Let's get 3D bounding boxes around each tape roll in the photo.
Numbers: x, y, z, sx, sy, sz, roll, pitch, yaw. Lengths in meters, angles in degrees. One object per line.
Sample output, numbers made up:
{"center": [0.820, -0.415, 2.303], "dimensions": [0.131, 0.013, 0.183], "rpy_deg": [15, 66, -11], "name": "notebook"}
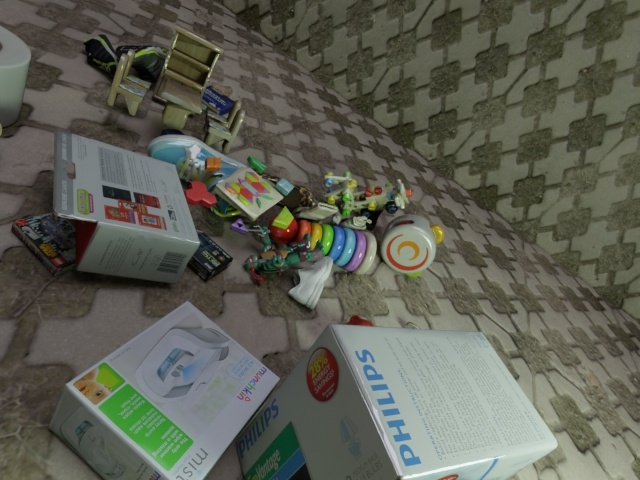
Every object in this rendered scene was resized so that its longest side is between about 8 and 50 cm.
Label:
{"center": [-0.821, -0.395, 0.989], "dimensions": [0.246, 0.169, 0.246], "rpy_deg": [25, 33, -17], "name": "tape roll"}

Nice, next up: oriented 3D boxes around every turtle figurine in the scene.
{"center": [-0.118, 0.034, 1.151], "dimensions": [0.234, 0.118, 0.175], "rpy_deg": [-9, 40, -28], "name": "turtle figurine"}

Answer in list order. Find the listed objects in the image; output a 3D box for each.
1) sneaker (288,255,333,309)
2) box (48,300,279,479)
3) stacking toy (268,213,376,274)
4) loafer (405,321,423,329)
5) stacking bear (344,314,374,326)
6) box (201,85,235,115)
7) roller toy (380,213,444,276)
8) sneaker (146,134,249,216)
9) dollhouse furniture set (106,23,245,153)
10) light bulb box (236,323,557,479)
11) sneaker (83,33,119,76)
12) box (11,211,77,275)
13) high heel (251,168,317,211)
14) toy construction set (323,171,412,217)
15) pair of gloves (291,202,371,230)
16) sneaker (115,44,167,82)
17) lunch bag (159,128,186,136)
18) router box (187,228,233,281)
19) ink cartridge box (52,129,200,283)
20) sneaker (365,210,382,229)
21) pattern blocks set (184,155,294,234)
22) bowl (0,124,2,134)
{"center": [-0.028, 0.097, 1.203], "dimensions": [0.094, 0.080, 0.212], "rpy_deg": [23, 32, 2], "name": "sneaker"}
{"center": [-0.238, 0.266, 0.708], "dimensions": [0.231, 0.126, 0.262], "rpy_deg": [38, 30, 8], "name": "box"}
{"center": [0.000, 0.000, 1.315], "dimensions": [0.331, 0.141, 0.141], "rpy_deg": [17, 35, -21], "name": "stacking toy"}
{"center": [0.298, 0.297, 1.279], "dimensions": [0.125, 0.045, 0.039], "rpy_deg": [46, 39, 12], "name": "loafer"}
{"center": [0.165, 0.299, 1.037], "dimensions": [0.289, 0.175, 0.164], "rpy_deg": [35, -11, 19], "name": "stacking bear"}
{"center": [-0.428, -0.569, 1.754], "dimensions": [0.137, 0.036, 0.225], "rpy_deg": [34, 29, -3], "name": "box"}
{"center": [0.317, 0.007, 1.543], "dimensions": [0.191, 0.209, 0.146], "rpy_deg": [30, 30, 1], "name": "roller toy"}
{"center": [-0.331, -0.177, 1.222], "dimensions": [0.319, 0.127, 0.208], "rpy_deg": [16, 34, -28], "name": "sneaker"}
{"center": [-0.431, -0.517, 1.388], "dimensions": [0.363, 0.256, 0.394], "rpy_deg": [20, 22, -25], "name": "dollhouse furniture set"}
{"center": [0.109, 0.338, 0.722], "dimensions": [0.361, 0.357, 0.225], "rpy_deg": [10, 37, -35], "name": "light bulb box"}
{"center": [-0.744, -0.611, 1.482], "dimensions": [0.097, 0.084, 0.234], "rpy_deg": [-27, 67, -20], "name": "sneaker"}
{"center": [-0.532, 0.003, 0.868], "dimensions": [0.137, 0.027, 0.094], "rpy_deg": [42, 32, 9], "name": "box"}
{"center": [-0.138, -0.153, 1.399], "dimensions": [0.261, 0.093, 0.186], "rpy_deg": [35, 20, 32], "name": "high heel"}
{"center": [0.187, -0.172, 1.596], "dimensions": [0.215, 0.328, 0.151], "rpy_deg": [57, 45, -51], "name": "toy construction set"}
{"center": [0.026, -0.061, 1.383], "dimensions": [0.240, 0.204, 0.042], "rpy_deg": [14, 75, -38], "name": "pair of gloves"}
{"center": [-0.611, -0.617, 1.512], "dimensions": [0.111, 0.121, 0.300], "rpy_deg": [2, 22, 5], "name": "sneaker"}
{"center": [-0.453, -0.300, 1.325], "dimensions": [0.098, 0.067, 0.065], "rpy_deg": [42, 30, 15], "name": "lunch bag"}
{"center": [-0.290, 0.034, 1.056], "dimensions": [0.122, 0.038, 0.092], "rpy_deg": [40, 31, 6], "name": "router box"}
{"center": [-0.440, -0.074, 0.931], "dimensions": [0.272, 0.130, 0.309], "rpy_deg": [15, 32, -39], "name": "ink cartridge box"}
{"center": [0.218, -0.115, 1.718], "dimensions": [0.051, 0.089, 0.170], "rpy_deg": [32, 30, -7], "name": "sneaker"}
{"center": [-0.196, -0.133, 1.175], "dimensions": [0.286, 0.026, 0.324], "rpy_deg": [33, 35, -11], "name": "pattern blocks set"}
{"center": [-0.766, -0.218, 0.888], "dimensions": [0.170, 0.080, 0.170], "rpy_deg": [26, 32, -18], "name": "bowl"}
